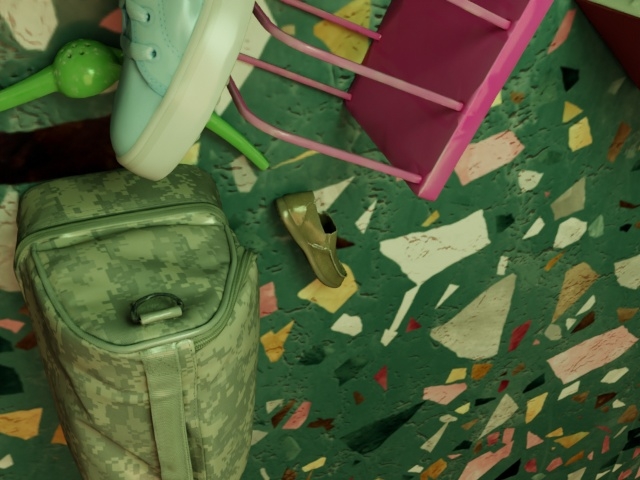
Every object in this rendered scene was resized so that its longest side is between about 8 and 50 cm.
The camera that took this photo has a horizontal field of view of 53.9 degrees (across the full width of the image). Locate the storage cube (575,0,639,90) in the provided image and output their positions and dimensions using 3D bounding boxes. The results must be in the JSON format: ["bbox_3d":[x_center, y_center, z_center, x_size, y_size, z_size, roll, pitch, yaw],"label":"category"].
[{"bbox_3d":[0.419,-0.238,0.643,0.193,0.215,0.184,34,107,-31],"label":"storage cube"}]

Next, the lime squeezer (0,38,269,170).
[{"bbox_3d":[-0.174,-0.119,0.568,0.310,0.059,0.110,4,123,-27],"label":"lime squeezer"}]

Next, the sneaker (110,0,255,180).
[{"bbox_3d":[-0.117,-0.231,0.452,0.150,0.135,0.366,15,99,-26],"label":"sneaker"}]

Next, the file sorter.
[{"bbox_3d":[0.051,-0.222,0.498,0.182,0.202,0.291,14,118,-28],"label":"file sorter"}]

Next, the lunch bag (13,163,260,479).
[{"bbox_3d":[-0.163,0.114,0.614,0.212,0.256,0.305,-8,128,-18],"label":"lunch bag"}]

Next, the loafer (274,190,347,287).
[{"bbox_3d":[0.000,0.000,0.732,0.050,0.056,0.148,-29,131,7],"label":"loafer"}]
